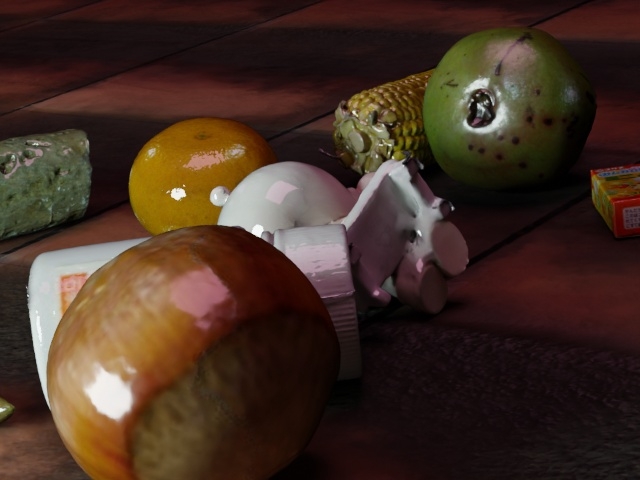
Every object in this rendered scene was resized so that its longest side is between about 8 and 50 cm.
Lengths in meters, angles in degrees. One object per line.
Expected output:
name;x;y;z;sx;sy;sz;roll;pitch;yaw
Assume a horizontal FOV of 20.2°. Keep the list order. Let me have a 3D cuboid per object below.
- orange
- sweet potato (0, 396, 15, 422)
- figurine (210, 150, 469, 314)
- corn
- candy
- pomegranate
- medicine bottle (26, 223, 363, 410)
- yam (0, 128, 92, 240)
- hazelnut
orange;-0.116;-0.054;1.817;0.156;0.124;0.156;-3;35;2
sweet potato;-0.305;0.129;1.466;0.153;0.038;0.041;1;-3;31
figurine;-0.008;-0.002;1.612;0.256;0.182;0.144;2;-23;46
corn;0.119;-0.137;2.018;0.106;0.106;0.305;5;17;33
candy;0.303;-0.039;1.737;0.062;0.038;0.122;-7;18;0
pomegranate;0.196;-0.135;1.889;0.179;0.179;0.210;-7;-2;0
medicine bottle;-0.095;0.061;1.418;0.252;0.144;0.144;-10;18;-1
yam;-0.334;-0.056;1.933;0.194;0.107;0.107;-15;19;-24
hazelnut;-0.093;0.084;1.261;0.214;0.176;0.214;0;51;1
